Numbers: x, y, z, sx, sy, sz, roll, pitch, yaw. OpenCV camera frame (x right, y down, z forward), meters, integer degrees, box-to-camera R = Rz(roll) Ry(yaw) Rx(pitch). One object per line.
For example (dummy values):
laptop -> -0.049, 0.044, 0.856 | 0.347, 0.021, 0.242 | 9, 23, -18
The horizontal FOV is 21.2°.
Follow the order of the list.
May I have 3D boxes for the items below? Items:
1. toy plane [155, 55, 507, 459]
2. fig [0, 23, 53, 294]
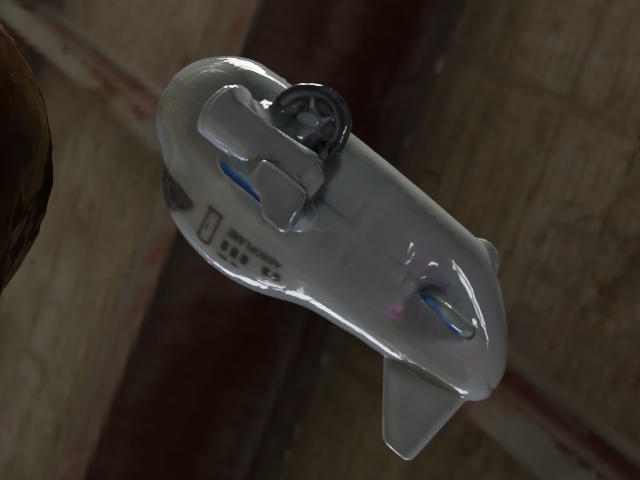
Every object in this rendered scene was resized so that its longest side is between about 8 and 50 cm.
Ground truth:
toy plane -> 0.004, -0.004, 0.990 | 0.122, 0.267, 0.267 | -45, -148, -2
fig -> -0.225, 0.037, 0.506 | 0.320, 0.217, 0.217 | -59, -148, 15
